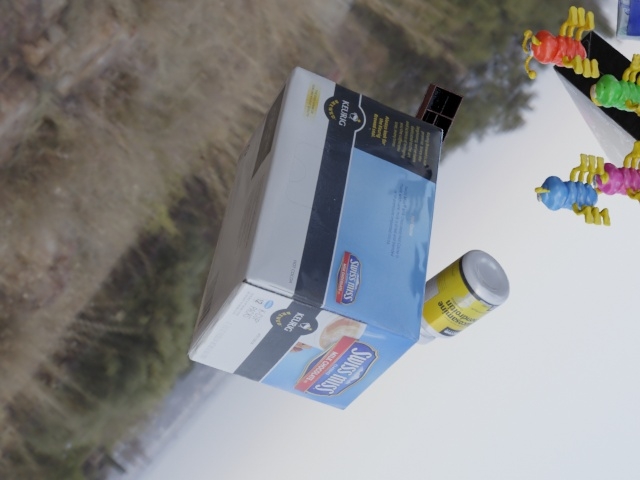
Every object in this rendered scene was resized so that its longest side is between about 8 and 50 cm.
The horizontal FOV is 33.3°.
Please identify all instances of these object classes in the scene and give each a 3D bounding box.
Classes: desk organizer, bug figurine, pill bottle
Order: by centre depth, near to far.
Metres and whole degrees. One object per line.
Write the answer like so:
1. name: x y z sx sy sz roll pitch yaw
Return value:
1. bug figurine: 0.342 -0.140 1.346 0.072 0.216 0.279 -21 -115 54
2. desk organizer: 0.184 -0.191 1.770 0.130 0.047 0.050 -67 -156 5
3. pill bottle: 0.219 0.101 1.785 0.184 0.103 0.103 -41 -175 38

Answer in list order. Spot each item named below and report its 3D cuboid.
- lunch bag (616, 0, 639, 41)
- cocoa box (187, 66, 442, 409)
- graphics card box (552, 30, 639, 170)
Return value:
1. lunch bag: 0.541 -0.457 1.695 0.303 0.115 0.243 64 44 -58
2. cocoa box: 0.000 0.000 1.395 0.231 0.228 0.347 129 -23 -51
3. graphics card box: 0.534 -0.164 1.751 0.094 0.233 0.371 -42 145 6
